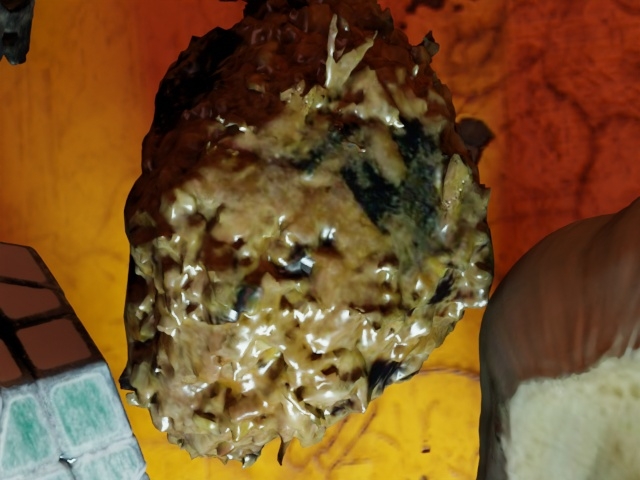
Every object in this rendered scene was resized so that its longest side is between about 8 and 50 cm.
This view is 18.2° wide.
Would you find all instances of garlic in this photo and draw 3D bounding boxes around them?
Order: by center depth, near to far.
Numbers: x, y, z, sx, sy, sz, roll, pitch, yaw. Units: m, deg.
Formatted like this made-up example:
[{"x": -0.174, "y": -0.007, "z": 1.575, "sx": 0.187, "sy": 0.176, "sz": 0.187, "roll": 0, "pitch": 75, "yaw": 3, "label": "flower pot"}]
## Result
[{"x": 0.220, "y": 0.116, "z": 1.009, "sx": 0.317, "sy": 0.259, "sz": 0.317, "roll": 14, "pitch": 108, "yaw": 47, "label": "garlic"}]

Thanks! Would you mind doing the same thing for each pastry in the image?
[{"x": 0.000, "y": 0.000, "z": 1.064, "sx": 0.193, "sy": 0.275, "sz": 0.275, "roll": 7, "pitch": 87, "yaw": 9, "label": "pastry"}]

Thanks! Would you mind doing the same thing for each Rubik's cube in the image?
[{"x": -0.241, "y": 0.144, "z": 1.107, "sx": 0.319, "sy": 0.319, "sz": 0.264, "roll": -11, "pitch": 57, "yaw": 13, "label": "Rubik's cube"}]

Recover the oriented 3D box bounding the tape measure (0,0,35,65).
[{"x": -0.266, "y": -0.257, "z": 1.222, "sx": 0.271, "sy": 0.133, "sz": 0.231, "roll": 23, "pitch": 99, "yaw": 13, "label": "tape measure"}]
